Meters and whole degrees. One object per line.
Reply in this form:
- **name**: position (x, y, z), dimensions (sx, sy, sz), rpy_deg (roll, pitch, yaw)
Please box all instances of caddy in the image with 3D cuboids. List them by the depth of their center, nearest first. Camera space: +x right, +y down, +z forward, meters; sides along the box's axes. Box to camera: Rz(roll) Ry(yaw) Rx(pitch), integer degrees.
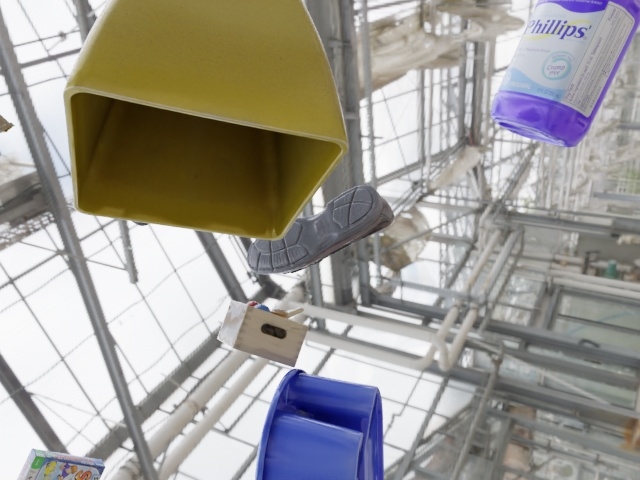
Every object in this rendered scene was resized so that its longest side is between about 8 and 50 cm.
- **caddy**: position (-0.011, 0.359, 0.846), dimensions (0.241, 0.179, 0.342), rpy_deg (-48, -42, -65)

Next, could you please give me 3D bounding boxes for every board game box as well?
- **board game box**: position (-0.502, 0.491, 1.047), dimensions (0.136, 0.035, 0.201), rpy_deg (28, -97, -38)

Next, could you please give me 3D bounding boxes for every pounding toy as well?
- **pounding toy**: position (-0.083, 0.145, 0.968), dimensions (0.141, 0.130, 0.100), rpy_deg (22, -99, -21)

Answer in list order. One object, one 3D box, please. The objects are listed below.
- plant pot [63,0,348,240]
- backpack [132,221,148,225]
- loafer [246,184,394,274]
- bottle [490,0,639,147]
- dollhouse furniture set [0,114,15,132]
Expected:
- **plant pot**: position (-0.109, -0.136, 0.544), dimensions (0.212, 0.212, 0.187), rpy_deg (132, 142, -60)
- **backpack**: position (-0.320, -0.095, 1.010), dimensions (0.098, 0.120, 0.101), rpy_deg (-46, 10, 28)
- **loafer**: position (0.000, 0.000, 1.082), dimensions (0.095, 0.302, 0.109), rpy_deg (31, -139, -48)
- **bottle**: position (0.305, -0.254, 0.665), dimensions (0.092, 0.118, 0.283), rpy_deg (16, -78, -37)
- **dollhouse furniture set**: position (-0.518, -0.184, 0.798), dimensions (0.151, 0.058, 0.076), rpy_deg (45, -156, -14)
